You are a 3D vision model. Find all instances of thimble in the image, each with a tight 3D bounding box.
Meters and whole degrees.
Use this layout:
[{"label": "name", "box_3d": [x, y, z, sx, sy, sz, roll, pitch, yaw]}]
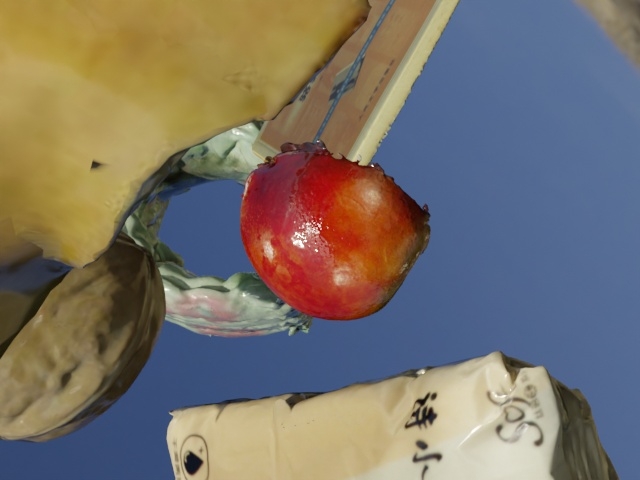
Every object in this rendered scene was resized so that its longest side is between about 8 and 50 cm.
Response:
[{"label": "thimble", "box_3d": [-0.082, -0.006, 1.566, 0.211, 0.185, 0.149, 43, 175, 9]}]

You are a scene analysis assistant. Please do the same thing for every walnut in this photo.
[{"label": "walnut", "box_3d": [-0.179, 0.057, 1.181, 0.140, 0.162, 0.140, 37, 176, 3]}]

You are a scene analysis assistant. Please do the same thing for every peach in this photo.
[{"label": "peach", "box_3d": [0.001, 0.001, 0.885, 0.098, 0.098, 0.061, 42, -126, -17]}]

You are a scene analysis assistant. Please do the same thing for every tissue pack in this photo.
[{"label": "tissue pack", "box_3d": [0.085, 0.255, 1.291, 0.195, 0.390, 0.376, -33, -79, -40]}]

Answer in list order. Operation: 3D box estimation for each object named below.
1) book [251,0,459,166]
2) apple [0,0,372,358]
[{"label": "book", "box_3d": [0.020, -0.118, 1.324, 0.018, 0.170, 0.241, 29, -178, -18]}, {"label": "apple", "box_3d": [-0.114, -0.049, 0.427, 0.163, 0.293, 0.251, 42, -169, -11]}]
